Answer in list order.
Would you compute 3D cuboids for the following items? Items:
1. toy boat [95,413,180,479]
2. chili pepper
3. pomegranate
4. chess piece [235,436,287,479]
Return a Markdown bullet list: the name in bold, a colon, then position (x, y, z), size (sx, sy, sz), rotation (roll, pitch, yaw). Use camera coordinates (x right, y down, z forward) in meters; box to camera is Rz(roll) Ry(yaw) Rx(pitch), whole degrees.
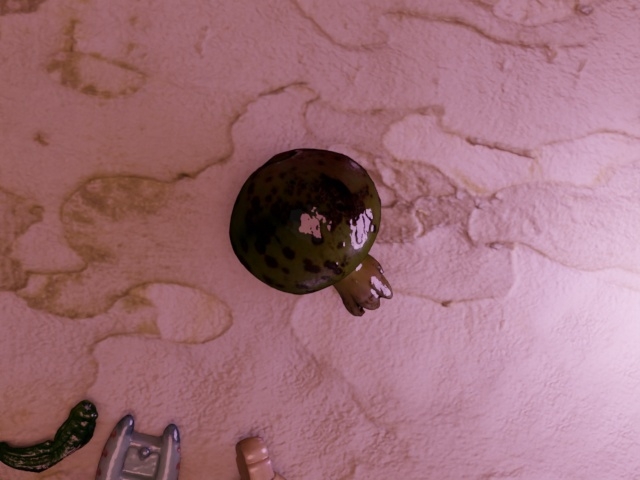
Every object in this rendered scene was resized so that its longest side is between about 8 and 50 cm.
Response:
- **toy boat**: position (-0.305, 0.398, 1.345), size (0.134, 0.079, 0.208), rotation (16, 92, -12)
- **chili pepper**: position (-0.441, 0.330, 1.331), size (0.182, 0.050, 0.073), rotation (-28, 107, -2)
- **pomegranate**: position (-0.017, 0.001, 1.287), size (0.242, 0.242, 0.306), rotation (-19, 130, -6)
- **chess piece**: position (-0.081, 0.526, 1.377), size (0.117, 0.117, 0.397), rotation (-14, 97, -6)
